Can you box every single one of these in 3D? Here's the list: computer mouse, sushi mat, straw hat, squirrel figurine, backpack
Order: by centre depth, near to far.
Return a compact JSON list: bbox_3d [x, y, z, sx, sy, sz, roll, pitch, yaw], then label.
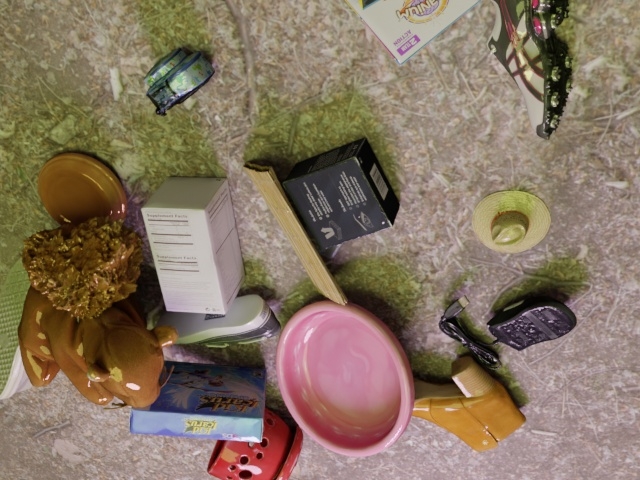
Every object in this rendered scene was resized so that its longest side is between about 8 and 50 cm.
[{"bbox_3d":[-0.257,-0.297,1.551,0.114,0.105,0.084,-26,112,24],"label":"backpack"},{"bbox_3d":[0.345,-0.020,1.568,0.145,0.061,0.144,8,124,12],"label":"straw hat"},{"bbox_3d":[-0.048,-0.013,1.664,0.019,0.151,0.316,-36,113,-15],"label":"sushi mat"},{"bbox_3d":[0.358,0.145,1.676,0.184,0.060,0.262,37,137,-13],"label":"computer mouse"},{"bbox_3d":[-0.449,0.153,1.714,0.370,0.281,0.396,26,131,55],"label":"squirrel figurine"}]

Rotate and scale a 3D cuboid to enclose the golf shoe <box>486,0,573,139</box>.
[{"bbox_3d":[0.337,-0.297,1.383,0.120,0.105,0.272,6,119,33],"label":"golf shoe"}]

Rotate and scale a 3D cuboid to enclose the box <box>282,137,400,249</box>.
[{"bbox_3d":[0.041,-0.086,1.601,0.158,0.093,0.156,-18,114,25],"label":"box"}]

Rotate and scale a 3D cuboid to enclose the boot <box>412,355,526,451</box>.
[{"bbox_3d":[0.266,0.378,1.827,0.295,0.104,0.211,-29,110,27],"label":"boot"}]

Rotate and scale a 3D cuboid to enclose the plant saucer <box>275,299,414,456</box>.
[{"bbox_3d":[0.058,0.278,1.778,0.332,0.084,0.331,10,107,35],"label":"plant saucer"}]

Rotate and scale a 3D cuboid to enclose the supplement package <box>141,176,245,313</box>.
[{"bbox_3d":[-0.250,0.009,1.727,0.134,0.139,0.244,2,121,15],"label":"supplement package"}]

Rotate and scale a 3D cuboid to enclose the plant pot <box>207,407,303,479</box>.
[{"bbox_3d":[-0.146,0.480,1.971,0.174,0.191,0.191,28,126,-5],"label":"plant pot"}]

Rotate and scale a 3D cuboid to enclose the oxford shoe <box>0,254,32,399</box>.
[{"bbox_3d":[-0.656,0.177,1.981,0.169,0.130,0.449,41,115,25],"label":"oxford shoe"}]

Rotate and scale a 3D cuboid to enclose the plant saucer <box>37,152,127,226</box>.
[{"bbox_3d":[-0.502,-0.087,1.792,0.200,0.037,0.199,8,125,12],"label":"plant saucer"}]

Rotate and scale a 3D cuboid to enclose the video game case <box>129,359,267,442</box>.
[{"bbox_3d":[-0.253,0.338,1.841,0.270,0.244,0.061,5,107,-3],"label":"video game case"}]

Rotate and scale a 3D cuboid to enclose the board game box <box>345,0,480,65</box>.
[{"bbox_3d":[0.113,-0.456,1.283,0.242,0.064,0.316,-37,118,17],"label":"board game box"}]

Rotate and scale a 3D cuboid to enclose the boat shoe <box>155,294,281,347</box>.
[{"bbox_3d":[-0.222,0.187,1.860,0.301,0.108,0.102,-12,135,29],"label":"boat shoe"}]

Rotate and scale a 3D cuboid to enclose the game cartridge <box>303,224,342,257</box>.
[{"bbox_3d":[0.000,0.000,1.718,0.083,0.017,0.056,30,129,-3],"label":"game cartridge"}]
